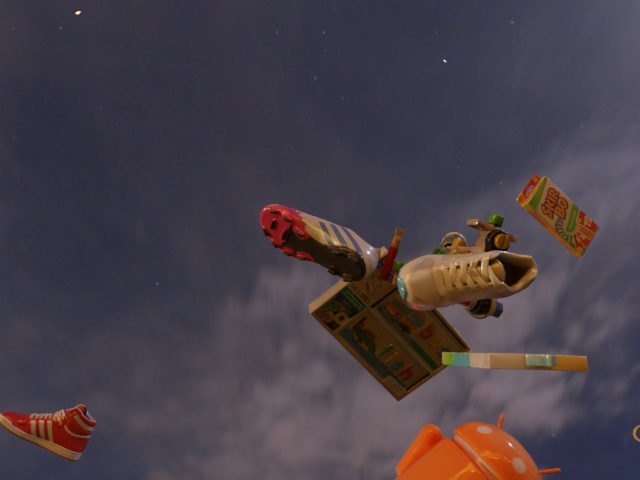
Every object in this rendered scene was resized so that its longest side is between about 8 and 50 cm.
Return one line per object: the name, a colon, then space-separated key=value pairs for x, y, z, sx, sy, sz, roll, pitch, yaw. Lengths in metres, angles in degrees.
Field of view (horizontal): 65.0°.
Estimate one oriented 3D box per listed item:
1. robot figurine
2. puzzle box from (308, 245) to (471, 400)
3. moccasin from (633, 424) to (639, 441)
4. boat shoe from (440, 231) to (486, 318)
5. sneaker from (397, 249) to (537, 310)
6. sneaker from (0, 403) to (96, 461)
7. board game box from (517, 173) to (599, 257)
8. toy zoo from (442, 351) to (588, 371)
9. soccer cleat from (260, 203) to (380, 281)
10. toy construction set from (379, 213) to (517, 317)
robot figurine: x=0.159 y=0.298 z=0.575 sx=0.219 sy=0.158 sz=0.128 roll=-36 pitch=-91 yaw=-8
puzzle box: x=0.201 y=0.244 z=1.411 sx=0.272 sy=0.052 sz=0.409 roll=-40 pitch=-71 yaw=10
moccasin: x=0.671 y=0.378 z=0.914 sx=0.139 sy=0.146 sz=0.380 roll=-37 pitch=-46 yaw=19
boat shoe: x=0.487 y=0.130 z=1.699 sx=0.116 sy=0.099 sz=0.319 roll=-20 pitch=-86 yaw=25
sneaker: x=0.220 y=0.052 z=0.759 sx=0.229 sy=0.087 sz=0.092 roll=-5 pitch=-15 yaw=-26
sneaker: x=-0.364 y=0.241 z=0.678 sx=0.119 sy=0.042 sz=0.067 roll=31 pitch=-106 yaw=-10
board game box: x=0.719 y=-0.080 z=1.518 sx=0.259 sy=0.039 sz=0.124 roll=41 pitch=-110 yaw=-2
toy zoo: x=0.387 y=0.243 z=1.012 sx=0.193 sy=0.293 sz=0.030 roll=4 pitch=-102 yaw=-7
soccer cleat: x=0.000 y=0.000 z=1.277 sx=0.331 sy=0.143 sz=0.115 roll=30 pitch=-59 yaw=22
toy construction set: x=0.327 y=0.034 z=1.236 sx=0.309 sy=0.257 sz=0.237 roll=18 pitch=-88 yaw=7
